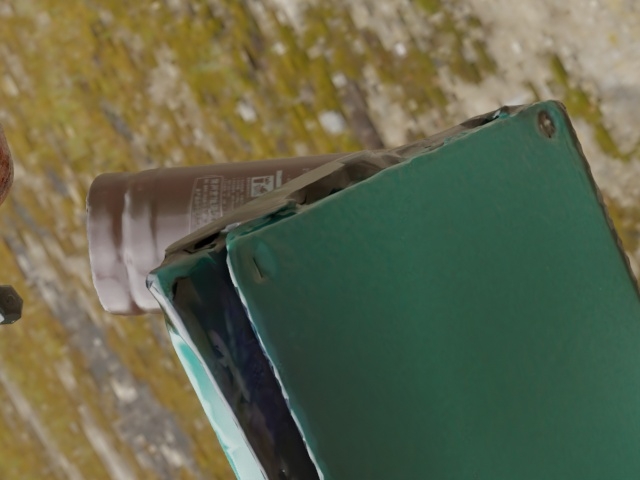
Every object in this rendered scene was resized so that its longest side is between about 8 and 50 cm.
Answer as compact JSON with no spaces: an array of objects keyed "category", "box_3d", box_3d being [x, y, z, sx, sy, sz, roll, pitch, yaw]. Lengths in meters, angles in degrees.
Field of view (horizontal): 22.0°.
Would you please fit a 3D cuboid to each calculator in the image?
[{"category":"calculator","box_3d":[0.063,0.073,0.760,0.058,0.274,0.248,-19,97,46]}]

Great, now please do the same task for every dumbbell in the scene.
[{"category":"dumbbell","box_3d":[-0.314,0.072,1.537,0.083,0.040,0.036,-31,131,34]}]

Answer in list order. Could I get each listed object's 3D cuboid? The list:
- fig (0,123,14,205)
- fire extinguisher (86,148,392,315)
[{"category":"fig","box_3d":[-0.312,-0.072,1.288,0.150,0.128,0.128,54,159,24]},{"category":"fire extinguisher","box_3d":[0.000,0.000,1.242,0.114,0.337,0.135,7,-102,-81]}]
